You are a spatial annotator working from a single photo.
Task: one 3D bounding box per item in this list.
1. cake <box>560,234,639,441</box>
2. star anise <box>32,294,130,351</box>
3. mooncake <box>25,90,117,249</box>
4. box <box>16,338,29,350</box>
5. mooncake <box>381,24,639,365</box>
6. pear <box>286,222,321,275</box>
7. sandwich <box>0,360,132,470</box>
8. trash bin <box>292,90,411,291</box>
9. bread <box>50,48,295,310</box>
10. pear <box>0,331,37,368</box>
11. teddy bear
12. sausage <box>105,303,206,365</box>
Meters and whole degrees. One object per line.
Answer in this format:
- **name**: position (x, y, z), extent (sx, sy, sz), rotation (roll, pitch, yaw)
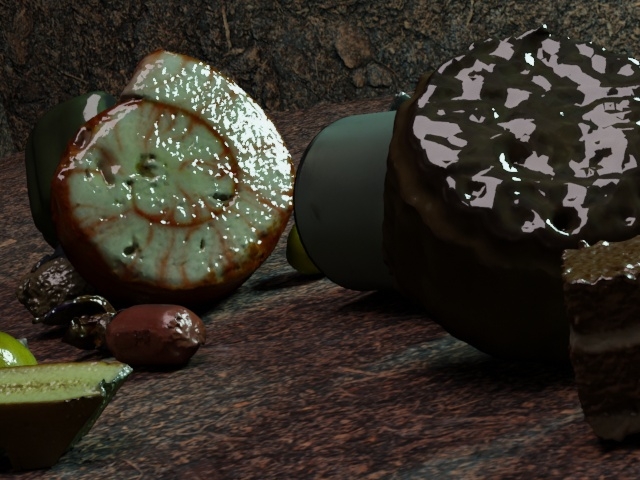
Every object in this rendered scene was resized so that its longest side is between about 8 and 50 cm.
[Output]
- **cake**: position (0.271, 0.078, 1.308), extent (0.135, 0.147, 0.134), rotation (-10, 13, 11)
- **star anise**: position (-0.279, 0.103, 1.936), extent (0.097, 0.070, 0.190), rotation (8, 8, 31)
- **mooncake**: position (-0.252, -0.082, 2.296), extent (0.351, 0.187, 0.351), rotation (-10, -19, -4)
- **box**: position (-0.402, 0.150, 1.920), extent (0.098, 0.045, 0.062), rotation (-10, 12, 19)
- **mooncake**: position (0.216, -0.050, 1.545), extent (0.324, 0.187, 0.324), rotation (-1, 52, 1)
- **pear**: position (0.000, 0.000, 2.107), extent (0.092, 0.097, 0.092), rotation (27, 17, -9)
- **sandwich**: position (-0.303, 0.180, 1.588), extent (0.244, 0.088, 0.090), rotation (-4, 22, 19)
- **trash bin**: position (0.128, -0.049, 1.845), extent (0.217, 0.277, 0.262), rotation (29, -19, -32)
- **bread**: position (-0.189, -0.063, 2.068), extent (0.328, 0.295, 0.114), rotation (-53, 4, -29)
- **pear**: position (-0.385, 0.150, 1.774), extent (0.141, 0.104, 0.141), rotation (-8, 10, 1)
- **teddy bear**: position (-0.308, 0.036, 2.158), extent (0.182, 0.129, 0.251), rotation (-7, 12, 32)
- **sausage**: position (-0.191, 0.109, 1.837), extent (0.141, 0.076, 0.076), rotation (-1, 16, 45)
